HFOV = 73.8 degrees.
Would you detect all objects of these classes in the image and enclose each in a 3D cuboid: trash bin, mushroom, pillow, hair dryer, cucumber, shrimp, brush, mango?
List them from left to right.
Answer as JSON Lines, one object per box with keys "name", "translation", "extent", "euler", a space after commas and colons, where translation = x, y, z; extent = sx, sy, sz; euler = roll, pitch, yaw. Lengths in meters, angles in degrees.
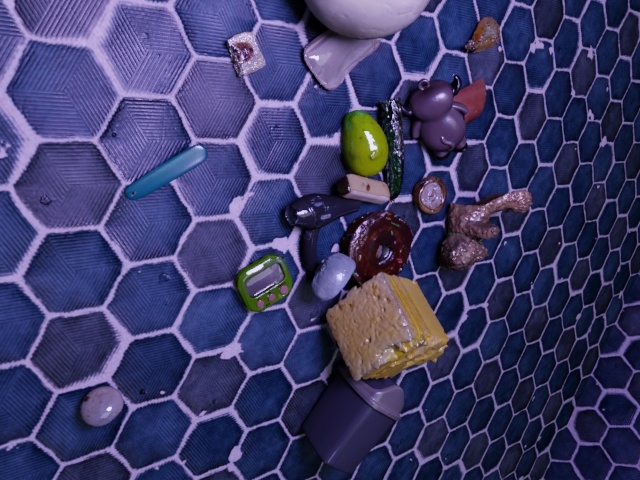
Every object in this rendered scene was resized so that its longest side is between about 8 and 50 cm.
{"name": "mushroom", "translation": [-0.478, 0.367, 0.935], "extent": [0.085, 0.085, 0.079], "euler": [-13, 151, -29]}
{"name": "brush", "translation": [-0.330, -0.148, 0.913], "extent": [0.193, 0.032, 0.043], "euler": [-33, 123, -8]}
{"name": "hair dryer", "translation": [0.000, 0.000, 1.152], "extent": [0.235, 0.091, 0.272], "euler": [-12, 122, -40]}
{"name": "pillow", "translation": [0.060, -0.485, 1.063], "extent": [0.233, 0.038, 0.131], "euler": [-48, 125, -13]}
{"name": "trash bin", "translation": [0.099, 0.503, 1.256], "extent": [0.182, 0.209, 0.290], "euler": [40, 86, -35]}
{"name": "mango", "translation": [0.117, -0.256, 1.126], "extent": [0.119, 0.100, 0.179], "euler": [-26, 108, -22]}
{"name": "cucumber", "translation": [0.207, -0.248, 1.205], "extent": [0.067, 0.067, 0.294], "euler": [-18, 113, -28]}
{"name": "mushroom", "translation": [0.340, -0.141, 1.327], "extent": [0.123, 0.052, 0.123], "euler": [-5, 102, -25]}
{"name": "shrimp", "translation": [0.492, -0.621, 1.306], "extent": [0.184, 0.043, 0.091], "euler": [-43, 114, -24]}

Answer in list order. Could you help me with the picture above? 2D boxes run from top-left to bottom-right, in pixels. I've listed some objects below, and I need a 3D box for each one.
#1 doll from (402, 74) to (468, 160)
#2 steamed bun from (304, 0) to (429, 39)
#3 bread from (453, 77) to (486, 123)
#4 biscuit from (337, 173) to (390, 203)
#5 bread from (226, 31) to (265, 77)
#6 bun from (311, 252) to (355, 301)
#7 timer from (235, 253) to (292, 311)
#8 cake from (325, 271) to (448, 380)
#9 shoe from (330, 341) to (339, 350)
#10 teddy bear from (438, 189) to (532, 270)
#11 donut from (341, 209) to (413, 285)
{"name": "doll", "translation": [0.337, -0.352, 1.216], "extent": [0.182, 0.117, 0.257], "euler": [-24, 123, 22]}
{"name": "steamed bun", "translation": [0.091, -0.599, 0.931], "extent": [0.333, 0.233, 0.312], "euler": [26, 88, -3]}
{"name": "bread", "translation": [0.445, -0.412, 1.311], "extent": [0.192, 0.067, 0.119], "euler": [-33, 118, -21]}
{"name": "biscuit", "translation": [0.121, -0.136, 1.160], "extent": [0.188, 0.052, 0.056], "euler": [3, 67, -46]}
{"name": "bread", "translation": [-0.164, -0.412, 0.942], "extent": [0.070, 0.035, 0.083], "euler": [-31, 114, -24]}
{"name": "bun", "translation": [0.026, 0.090, 1.104], "extent": [0.083, 0.141, 0.141], "euler": [37, 80, 0]}
{"name": "timer", "translation": [-0.143, 0.107, 1.087], "extent": [0.140, 0.047, 0.128], "euler": [-30, 119, -23]}
{"name": "cake", "translation": [0.203, 0.246, 1.193], "extent": [0.222, 0.228, 0.286], "euler": [-40, 146, 26]}
{"name": "shoe", "translation": [0.100, 0.314, 1.289], "extent": [0.142, 0.064, 0.071], "euler": [19, 98, -35]}
{"name": "teddy bear", "translation": [0.525, -0.030, 1.372], "extent": [0.295, 0.246, 0.223], "euler": [-11, 91, 0]}
{"name": "donut", "translation": [0.158, 0.024, 1.231], "extent": [0.235, 0.089, 0.235], "euler": [-9, 106, -31]}
